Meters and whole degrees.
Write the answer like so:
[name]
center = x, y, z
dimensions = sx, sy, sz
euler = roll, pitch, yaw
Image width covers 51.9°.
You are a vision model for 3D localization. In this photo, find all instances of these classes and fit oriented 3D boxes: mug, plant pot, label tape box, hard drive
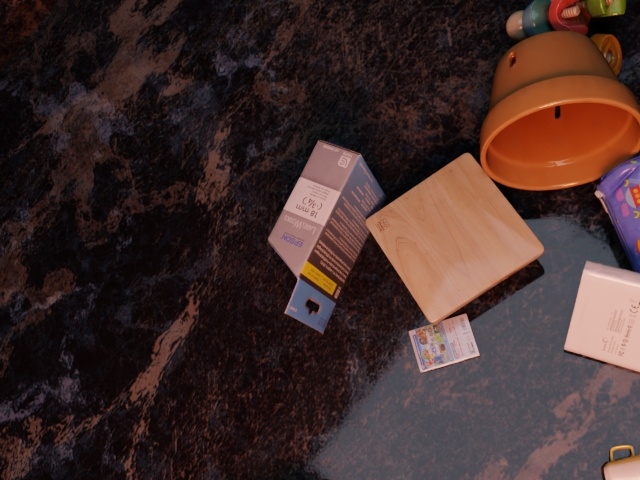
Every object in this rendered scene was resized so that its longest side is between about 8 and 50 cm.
[mug]
center = 0.526, 0.401, 1.135
dimensions = 0.064, 0.078, 0.062
euler = -15, 101, 23
[plant pot]
center = 0.443, -0.254, 1.257
dimensions = 0.290, 0.291, 0.204
euler = -9, 62, 16
[label tape box]
center = 0.000, 0.000, 1.340
dimensions = 0.105, 0.240, 0.334
euler = 23, 81, 24
[hard drive]
center = 0.590, 0.156, 1.116
dimensions = 0.307, 0.203, 0.040
euler = 15, 44, 23

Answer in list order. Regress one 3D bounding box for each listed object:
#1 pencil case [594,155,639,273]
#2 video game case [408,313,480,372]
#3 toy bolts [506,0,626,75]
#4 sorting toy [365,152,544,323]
[pencil case]
center = 0.605, -0.007, 1.199
dimensions = 0.133, 0.119, 0.306
euler = -18, 68, 14
[video game case]
center = 0.246, 0.205, 1.314
dimensions = 0.122, 0.011, 0.087
euler = -19, 68, 12
[toy bolts]
center = 0.497, -0.426, 1.355
dimensions = 0.158, 0.228, 0.218
euler = 4, 101, 52
[sorting toy]
center = 0.268, 0.001, 1.331
dimensions = 0.255, 0.089, 0.257
euler = -34, 65, 6
